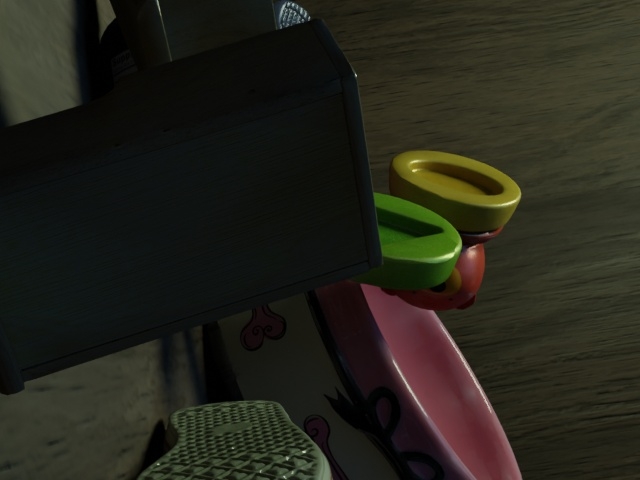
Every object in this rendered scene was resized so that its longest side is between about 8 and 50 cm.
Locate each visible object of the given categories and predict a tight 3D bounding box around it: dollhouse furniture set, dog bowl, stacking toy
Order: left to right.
[{"bbox_3d":[-0.093,-0.074,0.655,0.242,0.161,0.212,-117,-168,-48],"label":"dollhouse furniture set"},{"bbox_3d":[0.000,0.000,1.323,0.279,0.309,0.130,-54,159,-65],"label":"stacking toy"},{"bbox_3d":[0.060,0.168,1.527,0.408,0.150,0.408,53,13,-18],"label":"dog bowl"}]

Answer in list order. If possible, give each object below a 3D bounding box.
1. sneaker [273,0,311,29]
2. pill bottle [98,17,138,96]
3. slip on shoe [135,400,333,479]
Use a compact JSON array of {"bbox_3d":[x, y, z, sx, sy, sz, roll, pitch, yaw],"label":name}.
[{"bbox_3d":[-0.036,-0.229,1.714,0.053,0.059,0.144,-67,154,-10],"label":"sneaker"},{"bbox_3d":[-0.086,-0.092,1.036,0.123,0.122,0.219,76,5,-75],"label":"pill bottle"},{"bbox_3d":[-0.054,0.174,0.940,0.331,0.123,0.101,-138,-137,-85],"label":"slip on shoe"}]
